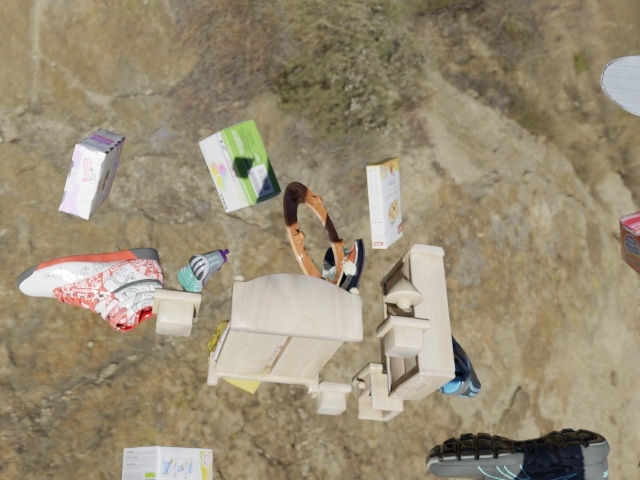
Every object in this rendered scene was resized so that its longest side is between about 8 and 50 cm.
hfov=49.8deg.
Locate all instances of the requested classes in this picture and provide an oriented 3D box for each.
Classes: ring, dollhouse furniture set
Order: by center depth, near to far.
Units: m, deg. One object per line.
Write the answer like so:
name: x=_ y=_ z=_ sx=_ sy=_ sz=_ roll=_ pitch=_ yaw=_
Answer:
dollhouse furniture set: x=-0.031 y=0.093 z=0.861 sx=0.355 sy=0.303 sz=0.174 roll=8 pitch=59 yaw=-14
ring: x=0.000 y=0.000 z=1.792 sx=0.336 sy=0.032 sz=0.336 roll=52 pitch=25 yaw=-37

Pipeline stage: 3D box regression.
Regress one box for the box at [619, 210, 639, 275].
box: x=0.815 y=-0.014 z=1.525 sx=0.128 sy=0.257 sz=0.122 roll=-107 pitch=179 yaw=-59

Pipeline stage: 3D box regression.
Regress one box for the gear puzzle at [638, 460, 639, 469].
gear puzzle: x=0.761 y=0.441 z=1.420 sx=0.044 sy=0.175 sz=0.339 roll=31 pitch=79 yaw=-27

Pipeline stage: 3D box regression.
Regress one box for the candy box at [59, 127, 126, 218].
candy box: x=-0.533 y=-0.161 z=1.619 sx=0.070 sy=0.165 sz=0.196 roll=19 pitch=17 yaw=-9

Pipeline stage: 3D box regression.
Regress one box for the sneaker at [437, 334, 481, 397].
sneaker: x=0.301 y=0.283 z=1.833 sx=0.139 sy=0.125 sz=0.341 roll=29 pitch=25 yaw=-43

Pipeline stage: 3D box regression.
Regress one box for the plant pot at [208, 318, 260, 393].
plant pot: x=-0.123 y=0.166 z=1.037 sx=0.083 sy=0.081 sz=0.081 roll=22 pitch=25 yaw=-21

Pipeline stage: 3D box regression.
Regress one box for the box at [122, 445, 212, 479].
box: x=-0.363 y=0.551 z=1.653 sx=0.203 sy=0.114 sz=0.103 roll=30 pitch=53 yaw=-55

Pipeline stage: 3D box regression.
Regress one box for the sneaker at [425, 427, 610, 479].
sneaker: x=0.291 y=0.346 z=1.022 sx=0.101 sy=0.267 sz=0.106 roll=-29 pitch=113 yaw=-76

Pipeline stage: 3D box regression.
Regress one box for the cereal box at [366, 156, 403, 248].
cereal box: x=0.189 y=-0.111 z=1.988 sx=0.173 sy=0.047 sz=0.240 roll=-32 pitch=119 yaw=-62

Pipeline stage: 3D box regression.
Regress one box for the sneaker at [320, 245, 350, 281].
sneaker: x=0.027 y=0.162 z=2.125 sx=0.122 sy=0.110 sz=0.283 roll=101 pitch=11 yaw=-65

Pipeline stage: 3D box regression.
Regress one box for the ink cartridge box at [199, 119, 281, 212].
ink cartridge box: x=-0.230 y=-0.167 z=1.702 sx=0.097 sy=0.255 sz=0.189 roll=-26 pitch=98 yaw=-36

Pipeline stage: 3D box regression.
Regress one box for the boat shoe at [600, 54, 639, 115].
boat shoe: x=0.670 y=-0.273 z=1.276 sx=0.094 sy=0.302 sz=0.109 roll=-12 pitch=121 yaw=-35

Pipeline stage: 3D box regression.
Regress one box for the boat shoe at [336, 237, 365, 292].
boat shoe: x=0.058 y=0.056 z=1.348 sx=0.049 sy=0.043 sz=0.137 roll=-98 pitch=-165 yaw=-57

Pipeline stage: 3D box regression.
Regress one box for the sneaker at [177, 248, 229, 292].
sneaker: x=-0.299 y=0.082 z=1.783 sx=0.098 sy=0.224 sz=0.083 roll=-24 pitch=84 yaw=-29

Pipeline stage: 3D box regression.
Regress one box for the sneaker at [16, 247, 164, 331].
sneaker: x=-0.431 y=0.106 z=1.316 sx=0.270 sy=0.090 sz=0.145 roll=-10 pitch=66 yaw=-18
